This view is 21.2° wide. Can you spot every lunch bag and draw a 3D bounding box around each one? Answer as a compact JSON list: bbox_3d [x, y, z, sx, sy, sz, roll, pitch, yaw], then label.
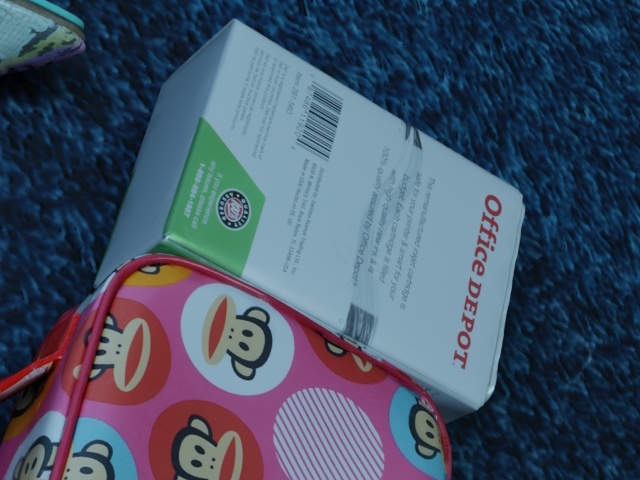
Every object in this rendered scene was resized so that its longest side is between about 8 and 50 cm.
[{"bbox_3d":[-0.075,0.160,0.854,0.258,0.120,0.293,29,55,-21],"label":"lunch bag"}]

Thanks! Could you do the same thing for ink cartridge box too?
[{"bbox_3d":[0.000,0.000,1.003,0.219,0.092,0.160,30,54,-21],"label":"ink cartridge box"}]

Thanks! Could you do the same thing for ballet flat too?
[{"bbox_3d":[-0.237,-0.126,0.915,0.221,0.077,0.079,25,74,-19],"label":"ballet flat"}]
